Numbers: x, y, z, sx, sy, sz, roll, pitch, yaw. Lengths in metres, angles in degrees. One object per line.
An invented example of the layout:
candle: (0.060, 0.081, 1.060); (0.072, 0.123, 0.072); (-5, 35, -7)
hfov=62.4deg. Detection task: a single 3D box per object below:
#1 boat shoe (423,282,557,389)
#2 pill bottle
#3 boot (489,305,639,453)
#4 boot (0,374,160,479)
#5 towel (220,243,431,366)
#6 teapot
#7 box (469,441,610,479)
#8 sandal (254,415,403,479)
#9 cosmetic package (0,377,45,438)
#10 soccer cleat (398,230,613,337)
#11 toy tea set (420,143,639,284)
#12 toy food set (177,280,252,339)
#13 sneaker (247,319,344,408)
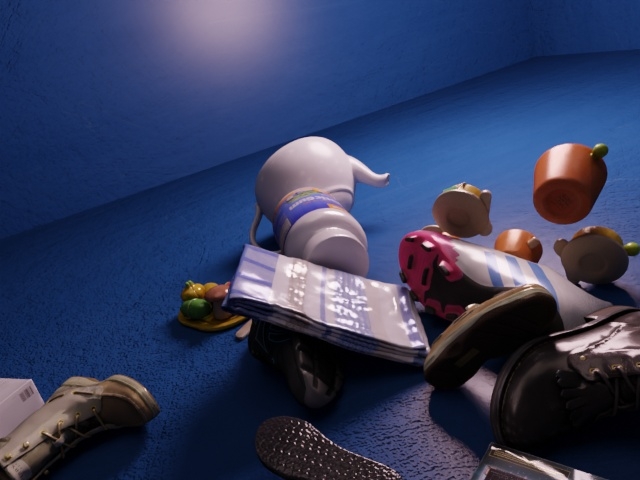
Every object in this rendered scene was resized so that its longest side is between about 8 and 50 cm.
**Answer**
boat shoe: (0.187, 0.099, 0.616); (0.190, 0.068, 0.072); (-45, 18, 36)
pill bottle: (0.000, 0.000, 0.998); (0.152, 0.152, 0.272); (-19, 21, -7)
boot: (0.307, 0.126, 0.468); (0.263, 0.091, 0.229); (-28, 8, -20)
boot: (-0.333, 0.256, 0.704); (0.213, 0.077, 0.165); (-8, 22, 33)
towel: (0.012, 0.082, 0.763); (0.285, 0.034, 0.209); (17, 21, -6)
teapot: (-0.018, -0.094, 1.204); (0.253, 0.256, 0.187); (-6, 52, -40)
box: (0.206, 0.252, 0.383); (0.233, 0.044, 0.159); (5, 29, 42)
sandal: (0.003, 0.245, 0.563); (0.179, 0.040, 0.067); (16, 40, 29)
cosmetic package: (-0.531, 0.297, 0.761); (0.099, 0.060, 0.239); (-3, 25, 25)
soccer cleat: (0.242, 0.069, 0.743); (0.143, 0.115, 0.331); (-6, 21, -26)
toy tea set: (0.297, -0.035, 0.826); (0.336, 0.200, 0.124); (-6, 32, 37)
toy food set: (-0.187, 0.105, 0.980); (0.218, 0.071, 0.128); (4, 29, 41)
sneaker: (-0.043, 0.156, 0.764); (0.106, 0.101, 0.267); (-42, 25, 9)
